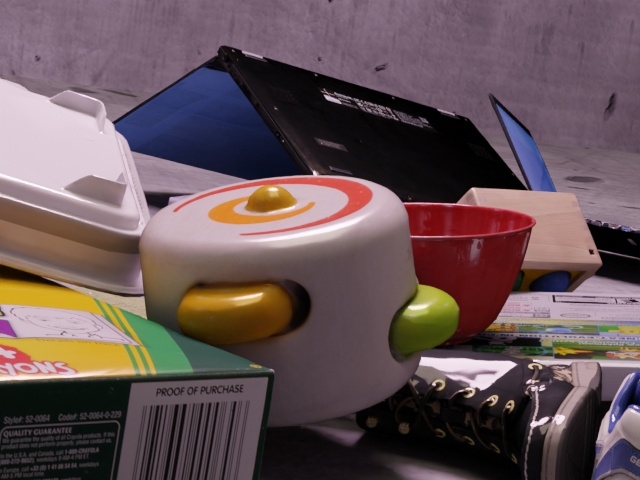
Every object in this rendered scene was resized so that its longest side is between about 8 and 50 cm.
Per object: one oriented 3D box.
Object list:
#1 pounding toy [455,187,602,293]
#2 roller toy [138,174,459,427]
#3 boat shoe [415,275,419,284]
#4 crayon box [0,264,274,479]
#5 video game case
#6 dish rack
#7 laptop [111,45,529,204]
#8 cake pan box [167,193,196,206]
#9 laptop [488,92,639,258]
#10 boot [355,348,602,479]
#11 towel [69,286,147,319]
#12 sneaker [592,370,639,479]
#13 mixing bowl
[{"bbox_3d":[0.195,0.040,1.935,0.206,0.094,0.181,2,-33,-33],"label":"pounding toy"},{"bbox_3d":[-0.030,0.033,1.388,0.209,0.146,0.191,-16,18,-29],"label":"roller toy"},{"bbox_3d":[-0.024,0.063,1.533,0.206,0.075,0.065,-21,-2,0],"label":"boat shoe"},{"bbox_3d":[-0.268,0.089,1.218,0.363,0.106,0.313,1,12,-42],"label":"crayon box"},{"bbox_3d":[0.143,0.086,1.692,0.329,0.036,0.300,1,9,5],"label":"video game case"},{"bbox_3d":[-0.259,-0.073,1.506,0.285,0.072,0.333,17,14,-16],"label":"dish rack"},{"bbox_3d":[0.005,-0.061,2.322,0.382,0.236,0.408,12,29,-37],"label":"laptop"},{"bbox_3d":[0.000,0.000,2.105,0.245,0.070,0.267,15,11,24],"label":"cake pan box"},{"bbox_3d":[0.340,-0.067,2.423,0.264,0.137,0.234,12,-4,20],"label":"laptop"},{"bbox_3d":[0.107,0.129,1.419,0.178,0.085,0.236,6,9,11],"label":"boot"},{"bbox_3d":[-0.187,0.066,1.673,0.110,0.027,0.148,13,9,18],"label":"towel"},{"bbox_3d":[0.235,0.140,1.298,0.111,0.131,0.296,8,8,9],"label":"sneaker"},{"bbox_3d":[0.084,0.029,1.613,0.181,0.098,0.181,-1,9,0],"label":"mixing bowl"}]
